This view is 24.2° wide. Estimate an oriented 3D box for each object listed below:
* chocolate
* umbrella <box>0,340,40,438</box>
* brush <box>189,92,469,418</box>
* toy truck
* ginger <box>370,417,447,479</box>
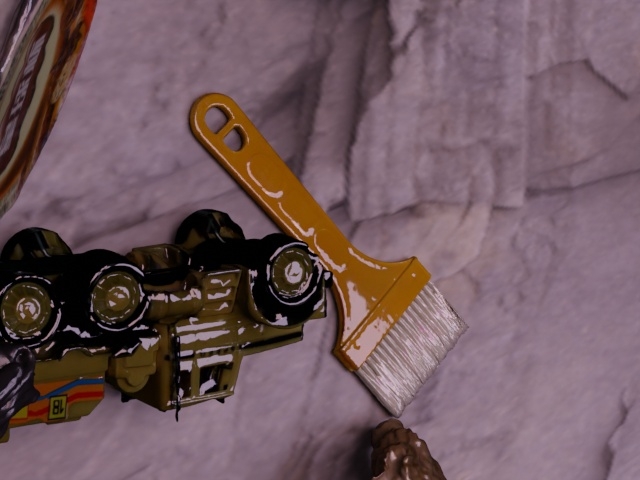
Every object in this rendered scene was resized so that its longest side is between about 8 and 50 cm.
[{"bbox_3d":[-0.223,-0.119,0.886,0.147,0.221,0.221,27,67,2],"label":"chocolate"},{"bbox_3d":[-0.284,0.039,0.801,0.272,0.122,0.110,29,54,14],"label":"umbrella"},{"bbox_3d":[0.000,0.000,1.080,0.272,0.013,0.103,49,61,-15],"label":"brush"},{"bbox_3d":[-0.122,0.054,0.938,0.257,0.127,0.127,-12,103,-33],"label":"toy truck"},{"bbox_3d":[0.121,0.251,1.066,0.084,0.122,0.290,-33,105,1],"label":"ginger"}]
